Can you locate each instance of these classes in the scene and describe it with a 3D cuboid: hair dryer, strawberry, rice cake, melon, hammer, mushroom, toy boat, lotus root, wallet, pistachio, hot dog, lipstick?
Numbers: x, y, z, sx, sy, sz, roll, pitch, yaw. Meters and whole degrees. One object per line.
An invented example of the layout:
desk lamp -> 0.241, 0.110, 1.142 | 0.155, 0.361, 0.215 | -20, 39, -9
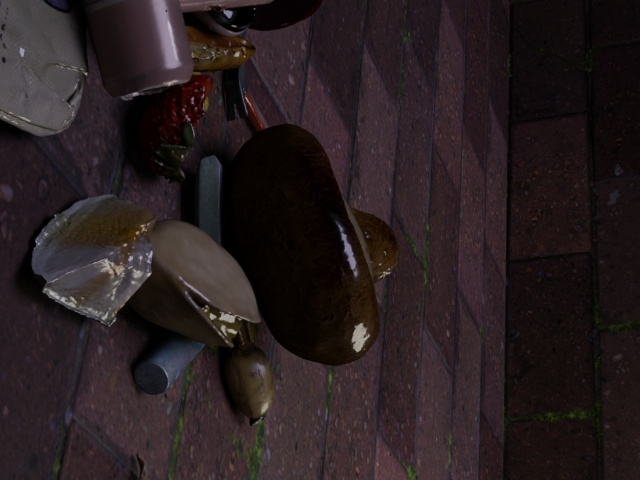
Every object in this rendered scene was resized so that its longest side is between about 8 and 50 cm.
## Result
hair dryer -> -0.133, -0.279, 1.543 | 0.344, 0.106, 0.189 | -19, 98, -51
strawberry -> -0.180, -0.157, 1.679 | 0.146, 0.082, 0.187 | -59, -171, 33
rice cake -> -0.149, 0.003, 1.778 | 0.080, 0.042, 0.222 | 113, -24, -73
melon -> -0.242, 0.034, 1.455 | 0.202, 0.093, 0.140 | -54, 142, -56
hammer -> -0.084, -0.163, 2.054 | 0.288, 0.033, 0.111 | 62, 28, -47
mushroom -> -0.023, 0.010, 1.842 | 0.239, 0.345, 0.345 | -46, 145, -7
toy boat -> -0.114, 0.095, 1.812 | 0.149, 0.047, 0.049 | -111, -170, -57
lotus root -> -0.098, 0.188, 1.848 | 0.072, 0.063, 0.152 | -49, 131, -52
wallet -> -0.314, -0.260, 1.365 | 0.275, 0.068, 0.335 | 48, 35, -69
pistachio -> -0.160, 0.055, 1.599 | 0.152, 0.126, 0.223 | 45, 2, 40
hot dog -> -0.178, -0.261, 1.677 | 0.115, 0.072, 0.269 | 52, 26, 23
lipstick -> -0.181, 0.138, 1.649 | 0.158, 0.048, 0.048 | -52, 132, -64

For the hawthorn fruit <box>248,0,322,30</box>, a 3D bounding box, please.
hawthorn fruit -> -0.100, -0.388, 1.824 | 0.189, 0.251, 0.190 | -23, 122, -42

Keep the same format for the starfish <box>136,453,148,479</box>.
starfish -> -0.219, 0.368, 1.459 | 0.231, 0.048, 0.295 | 48, 39, -59

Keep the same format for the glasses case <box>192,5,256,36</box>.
glasses case -> -0.187, -0.391, 1.652 | 0.314, 0.075, 0.122 | 53, 28, -10

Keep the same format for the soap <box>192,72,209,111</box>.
soap -> -0.192, -0.250, 1.774 | 0.089, 0.033, 0.169 | -33, 114, -59
